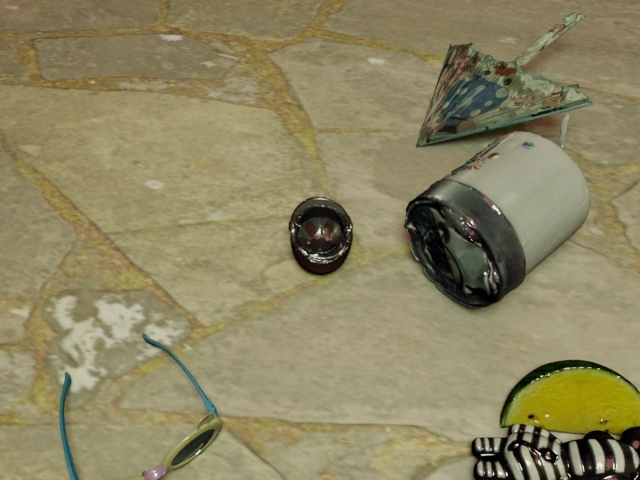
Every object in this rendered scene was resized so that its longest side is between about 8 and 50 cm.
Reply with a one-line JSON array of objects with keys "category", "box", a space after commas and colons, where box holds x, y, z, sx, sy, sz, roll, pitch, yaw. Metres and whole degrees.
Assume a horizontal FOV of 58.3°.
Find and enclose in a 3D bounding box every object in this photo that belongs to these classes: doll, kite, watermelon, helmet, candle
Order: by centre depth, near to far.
[{"category": "doll", "box": [0.292, 0.264, 0.677, 0.219, 0.067, 0.091, -2, 45, 9]}, {"category": "watermelon", "box": [0.323, 0.190, 0.719, 0.181, 0.075, 0.092, 4, 60, 5]}, {"category": "candle", "box": [0.281, -0.059, 0.828, 0.330, 0.187, 0.187, -36, 60, -20]}, {"category": "helmet", "box": [0.000, 0.000, 0.876, 0.098, 0.070, 0.123, -1, 48, -4]}, {"category": "kite", "box": [0.309, -0.286, 1.013, 0.368, 0.014, 0.406, -39, 37, 2]}]

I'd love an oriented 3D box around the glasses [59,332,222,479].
[{"category": "glasses", "box": [-0.242, 0.233, 0.755, 0.189, 0.088, 0.220, -29, 39, -14]}]
